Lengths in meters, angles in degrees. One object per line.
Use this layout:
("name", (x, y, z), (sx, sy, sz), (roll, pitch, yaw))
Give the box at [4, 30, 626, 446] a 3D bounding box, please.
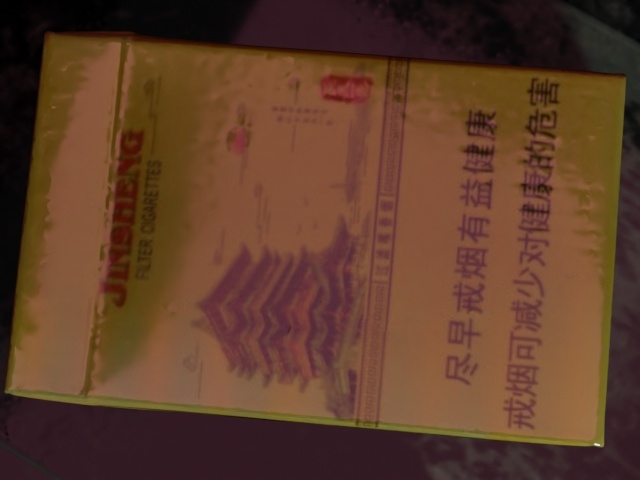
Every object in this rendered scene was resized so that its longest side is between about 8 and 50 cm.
("box", (0.000, 0.000, 0.682), (0.274, 0.076, 0.174), (5, 82, 3))
